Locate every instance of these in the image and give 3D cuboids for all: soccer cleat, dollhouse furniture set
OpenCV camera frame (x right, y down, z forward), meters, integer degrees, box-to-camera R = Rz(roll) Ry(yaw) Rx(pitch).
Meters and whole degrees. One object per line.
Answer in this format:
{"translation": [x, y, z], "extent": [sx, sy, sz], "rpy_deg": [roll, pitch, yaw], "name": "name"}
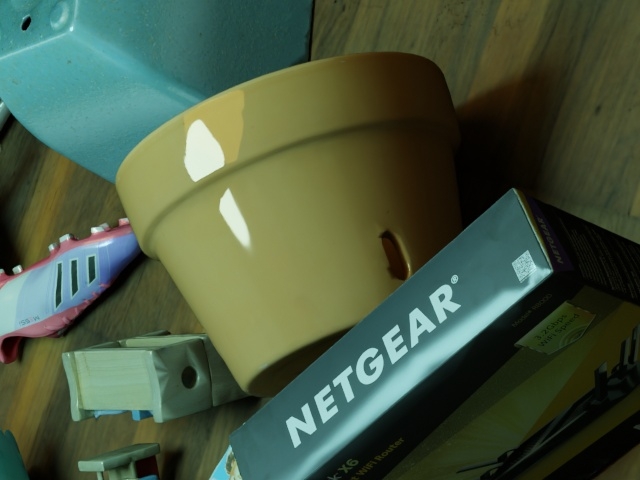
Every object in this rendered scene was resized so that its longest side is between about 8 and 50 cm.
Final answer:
{"translation": [-0.262, 0.050, 1.982], "extent": [0.248, 0.083, 0.095], "rpy_deg": [-23, 88, 33], "name": "soccer cleat"}
{"translation": [-0.135, 0.180, 1.775], "extent": [0.129, 0.129, 0.183], "rpy_deg": [-5, 96, 45], "name": "dollhouse furniture set"}

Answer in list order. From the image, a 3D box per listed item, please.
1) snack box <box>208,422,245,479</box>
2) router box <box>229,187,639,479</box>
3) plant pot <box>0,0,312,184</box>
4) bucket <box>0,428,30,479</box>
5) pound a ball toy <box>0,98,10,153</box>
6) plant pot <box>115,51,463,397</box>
{"translation": [-0.015, 0.319, 1.618], "extent": [0.187, 0.060, 0.322], "rpy_deg": [-59, 43, 11], "name": "snack box"}
{"translation": [0.124, 0.114, 1.418], "extent": [0.309, 0.243, 0.081], "rpy_deg": [-43, 48, 27], "name": "router box"}
{"translation": [-0.183, -0.211, 1.859], "extent": [0.247, 0.252, 0.247], "rpy_deg": [-13, 65, 44], "name": "plant pot"}
{"translation": [-0.389, 0.311, 1.864], "extent": [0.281, 0.281, 0.183], "rpy_deg": [-48, 51, 22], "name": "bucket"}
{"translation": [-0.391, -0.129, 2.159], "extent": [0.208, 0.136, 0.319], "rpy_deg": [38, 106, 22], "name": "pound a ball toy"}
{"translation": [0.000, 0.000, 1.590], "extent": [0.291, 0.291, 0.203], "rpy_deg": [-32, 71, 34], "name": "plant pot"}
